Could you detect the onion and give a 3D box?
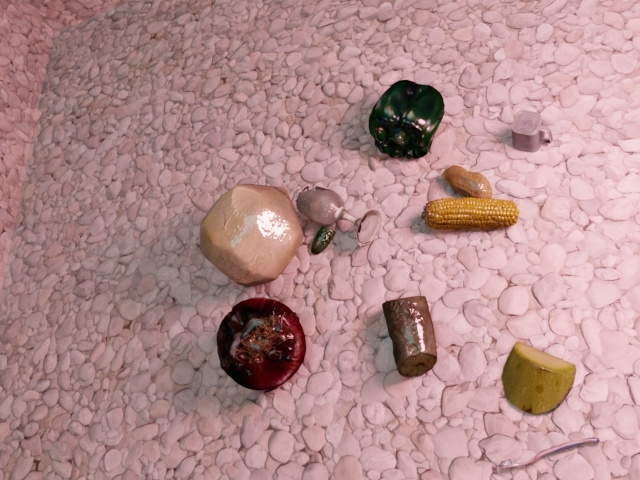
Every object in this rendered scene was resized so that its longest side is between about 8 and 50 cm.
[{"bbox_3d":[-0.195,0.346,1.951,0.313,0.232,0.314,-1,84,7],"label":"onion"}]

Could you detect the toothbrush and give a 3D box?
[{"bbox_3d":[0.617,0.574,1.581,0.269,0.021,0.027,-22,64,13],"label":"toothbrush"}]

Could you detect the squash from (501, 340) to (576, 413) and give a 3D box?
[{"bbox_3d":[0.600,0.387,1.644,0.191,0.085,0.184,20,74,32],"label":"squash"}]

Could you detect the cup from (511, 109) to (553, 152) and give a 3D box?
[{"bbox_3d":[0.704,-0.358,1.942,0.128,0.129,0.095,20,82,27],"label":"cup"}]

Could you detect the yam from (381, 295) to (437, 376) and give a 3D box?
[{"bbox_3d":[0.279,0.277,1.811,0.153,0.154,0.255,-17,57,16],"label":"yam"}]

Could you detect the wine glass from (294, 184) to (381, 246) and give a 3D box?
[{"bbox_3d":[0.058,-0.097,2.097,0.321,0.143,0.143,27,79,32],"label":"wine glass"}]

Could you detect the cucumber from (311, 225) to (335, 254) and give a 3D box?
[{"bbox_3d":[0.000,0.000,2.137,0.067,0.035,0.108,26,80,30],"label":"cucumber"}]

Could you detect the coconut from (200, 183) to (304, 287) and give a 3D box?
[{"bbox_3d":[-0.228,-0.033,2.078,0.360,0.346,0.346,-51,56,2],"label":"coconut"}]

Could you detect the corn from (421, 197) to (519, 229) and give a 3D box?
[{"bbox_3d":[0.485,-0.089,1.913,0.317,0.115,0.115,-2,65,22],"label":"corn"}]

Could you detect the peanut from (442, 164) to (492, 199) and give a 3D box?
[{"bbox_3d":[0.499,-0.197,1.977,0.194,0.083,0.093,41,100,33],"label":"peanut"}]

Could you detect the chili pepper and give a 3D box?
[{"bbox_3d":[0.315,-0.438,2.107,0.248,0.233,0.257,23,67,15],"label":"chili pepper"}]
